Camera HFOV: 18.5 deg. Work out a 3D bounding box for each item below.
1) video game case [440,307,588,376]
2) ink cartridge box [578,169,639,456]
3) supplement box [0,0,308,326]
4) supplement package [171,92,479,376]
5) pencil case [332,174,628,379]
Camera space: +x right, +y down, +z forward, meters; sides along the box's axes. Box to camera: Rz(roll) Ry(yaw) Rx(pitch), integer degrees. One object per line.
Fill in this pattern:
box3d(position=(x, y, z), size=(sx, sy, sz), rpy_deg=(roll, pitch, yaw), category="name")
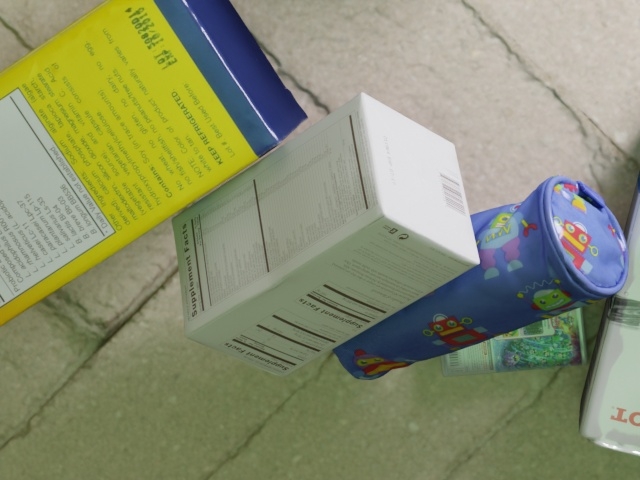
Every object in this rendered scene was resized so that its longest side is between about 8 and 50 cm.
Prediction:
box3d(position=(0.182, 0.051, 1.913), size=(0.143, 0.019, 0.157), rpy_deg=(-6, 99, 8), category="video game case")
box3d(position=(0.383, 0.054, 1.830), size=(0.223, 0.129, 0.307), rpy_deg=(14, 102, 4), category="ink cartridge box")
box3d(position=(-0.220, -0.089, 1.848), size=(0.356, 0.195, 0.194), rpy_deg=(-32, 95, 11), category="supplement box")
box3d(position=(0.000, 0.000, 1.776), size=(0.244, 0.134, 0.139), rpy_deg=(-31, 51, 31), category="supplement package")
box3d(position=(0.134, 0.033, 1.817), size=(0.306, 0.133, 0.119), rpy_deg=(-21, 138, 37), category="pencil case")
